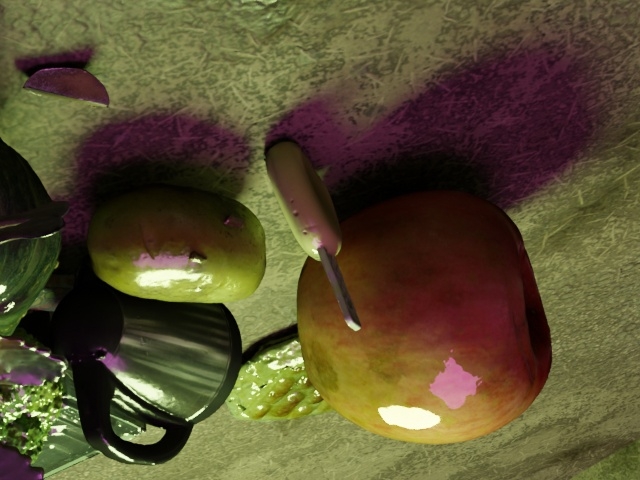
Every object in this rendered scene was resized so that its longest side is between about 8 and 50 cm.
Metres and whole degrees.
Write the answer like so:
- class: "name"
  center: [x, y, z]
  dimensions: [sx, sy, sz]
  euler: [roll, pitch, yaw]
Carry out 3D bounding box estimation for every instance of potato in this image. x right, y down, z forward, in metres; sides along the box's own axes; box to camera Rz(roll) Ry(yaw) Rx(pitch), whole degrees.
- class: "potato"
  center: [-0.273, -0.170, 1.236]
  dimensions: [0.093, 0.036, 0.037]
  euler: [11, 180, -12]
- class: "potato"
  center: [-0.180, 0.005, 1.445]
  dimensions: [0.228, 0.148, 0.197]
  euler: [3, 179, -12]

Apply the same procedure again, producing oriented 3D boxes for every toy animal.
- class: "toy animal"
  center: [-0.374, 0.098, 1.042]
  dimensions: [0.302, 0.225, 0.284]
  euler: [0, 124, -5]

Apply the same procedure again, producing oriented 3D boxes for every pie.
- class: "pie"
  center: [-0.020, 0.237, 1.986]
  dimensions: [0.306, 0.071, 0.306]
  euler: [-14, 148, -9]

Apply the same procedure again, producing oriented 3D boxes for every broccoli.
- class: "broccoli"
  center: [-0.460, 0.202, 1.485]
  dimensions: [0.186, 0.302, 0.254]
  euler: [-24, 124, -43]

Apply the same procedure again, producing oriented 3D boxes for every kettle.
- class: "kettle"
  center: [-0.266, 0.156, 1.542]
  dimensions: [0.207, 0.250, 0.271]
  euler: [18, 172, 31]

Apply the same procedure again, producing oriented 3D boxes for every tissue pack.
- class: "tissue pack"
  center: [-0.383, 0.070, 1.560]
  dimensions: [0.083, 0.035, 0.063]
  euler: [6, 142, -34]

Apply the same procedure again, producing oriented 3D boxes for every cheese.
- class: "cheese"
  center: [0.000, 0.000, 1.434]
  dimensions: [0.050, 0.255, 0.127]
  euler: [-26, 154, 11]

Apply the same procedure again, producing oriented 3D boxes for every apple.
- class: "apple"
  center: [0.140, 0.111, 1.595]
  dimensions: [0.364, 0.364, 0.364]
  euler: [-13, 149, -8]

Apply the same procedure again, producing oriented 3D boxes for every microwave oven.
- class: "microwave oven"
  center: [-0.444, 0.252, 1.682]
  dimensions: [0.295, 0.181, 0.237]
  euler: [-25, 150, 14]

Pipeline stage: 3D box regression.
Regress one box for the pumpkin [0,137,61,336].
- class: "pumpkin"
  center: [-0.448, 0.008, 1.206]
  dimensions: [0.328, 0.257, 0.291]
  euler: [-38, 148, 18]
